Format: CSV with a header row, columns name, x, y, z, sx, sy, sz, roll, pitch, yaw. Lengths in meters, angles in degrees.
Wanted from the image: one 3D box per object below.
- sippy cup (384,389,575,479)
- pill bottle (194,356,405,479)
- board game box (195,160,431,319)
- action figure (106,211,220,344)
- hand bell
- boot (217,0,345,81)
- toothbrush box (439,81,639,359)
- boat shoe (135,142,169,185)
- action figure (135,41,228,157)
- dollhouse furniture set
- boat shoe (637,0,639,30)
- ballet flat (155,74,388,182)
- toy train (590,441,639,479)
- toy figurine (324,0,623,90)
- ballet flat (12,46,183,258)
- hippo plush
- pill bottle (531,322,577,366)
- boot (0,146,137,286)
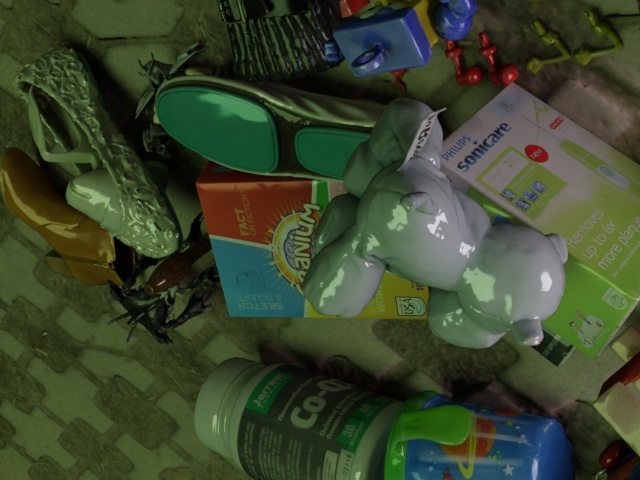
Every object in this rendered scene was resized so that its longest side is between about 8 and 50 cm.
name,x,y,z,sx,sy,sz,roll,pitch,yaw
sippy cup,0.245,0.341,1.679,0.224,0.305,0.240,-3,90,31
pill bottle,-0.022,0.322,1.904,0.361,0.204,0.204,13,129,34
board game box,0.000,0.000,1.649,0.317,0.064,0.242,-1,123,17
action figure,-0.251,0.074,1.968,0.276,0.141,0.164,-37,95,35
hand bell,-0.188,0.014,1.776,0.126,0.242,0.126,24,135,26
boot,-0.130,-0.349,1.522,0.348,0.131,0.260,18,140,42
toothbrush box,0.273,-0.030,1.351,0.283,0.206,0.122,36,138,16
boat shoe,-0.307,-0.106,1.949,0.206,0.075,0.064,138,134,-56
action figure,-0.172,-0.172,1.720,0.285,0.099,0.185,46,131,-4
dollhouse furniture set,0.416,0.099,1.308,0.135,0.262,0.259,47,110,5
boat shoe,0.377,-0.225,1.222,0.178,0.064,0.060,68,167,-20
ballet flat,-0.029,-0.157,1.561,0.400,0.139,0.139,14,130,21
toy train,0.412,0.360,1.586,0.105,0.143,0.248,43,140,7
toy figurine,0.132,-0.227,1.313,0.363,0.217,0.191,0,121,43
ballet flat,-0.374,-0.127,1.841,0.408,0.147,0.147,58,142,15
hippo plush,0.146,-0.012,1.207,0.237,0.234,0.294,26,146,-12
pill bottle,0.252,0.041,1.487,0.246,0.130,0.130,38,139,13
boot,-0.452,-0.043,2.096,0.211,0.104,0.295,4,128,34
